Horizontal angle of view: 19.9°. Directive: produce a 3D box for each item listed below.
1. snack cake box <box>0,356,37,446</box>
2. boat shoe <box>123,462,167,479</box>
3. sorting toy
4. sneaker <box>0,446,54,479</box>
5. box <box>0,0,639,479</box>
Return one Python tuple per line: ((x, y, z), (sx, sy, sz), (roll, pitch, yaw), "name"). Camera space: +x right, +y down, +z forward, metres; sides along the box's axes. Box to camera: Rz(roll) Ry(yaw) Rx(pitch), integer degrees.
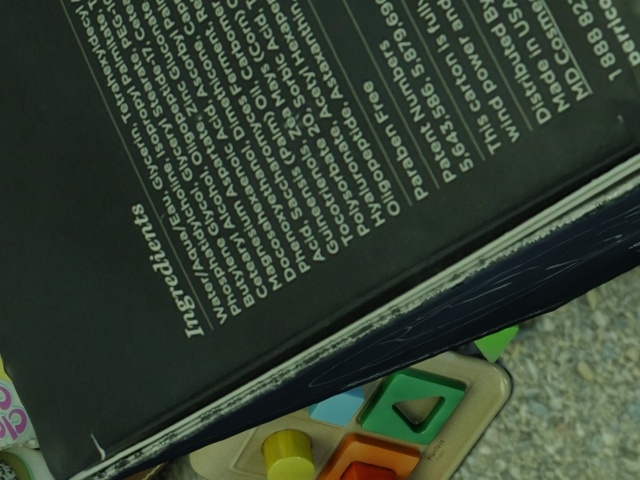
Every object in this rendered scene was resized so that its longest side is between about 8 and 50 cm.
((-0.273, 0.099, 1.634), (0.264, 0.089, 0.152), (-16, 103, 40), "snack cake box")
((-0.226, 0.261, 1.654), (0.116, 0.123, 0.324), (41, 120, -16), "boat shoe")
((0.022, 0.147, 1.381), (0.347, 0.196, 0.047), (-59, 23, 32), "sorting toy")
((-0.285, 0.330, 1.427), (0.158, 0.182, 0.410), (-38, 48, 27), "sneaker")
((0.102, -0.119, 1.022), (0.472, 0.480, 0.297), (-34, 78, 41), "box")
